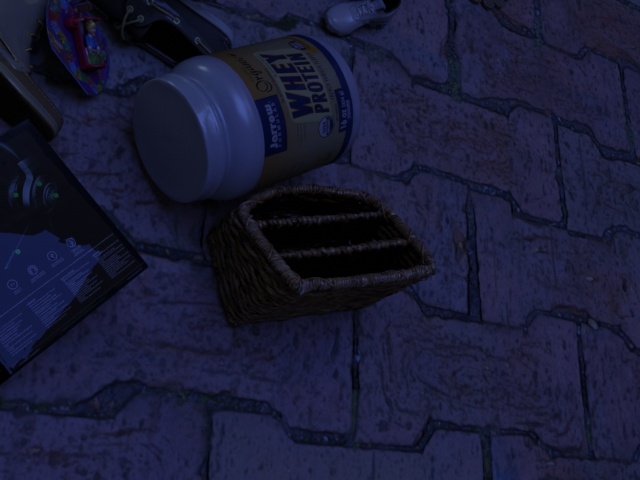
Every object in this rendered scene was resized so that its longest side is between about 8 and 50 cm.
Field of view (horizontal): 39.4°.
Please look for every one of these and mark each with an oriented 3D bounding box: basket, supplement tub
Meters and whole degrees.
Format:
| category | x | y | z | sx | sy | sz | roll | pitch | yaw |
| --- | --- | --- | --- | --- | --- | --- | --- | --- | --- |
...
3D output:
| category | x | y | z | sx | sy | sz | roll | pitch | yaw |
| --- | --- | --- | --- | --- | --- | --- | --- | --- | --- |
| basket | 0.000 | 0.000 | 1.435 | 0.299 | 0.223 | 0.213 | -5 | 74 | -35 |
| supplement tub | -0.115 | -0.195 | 1.431 | 0.316 | 0.228 | 0.228 | -24 | 86 | -39 |

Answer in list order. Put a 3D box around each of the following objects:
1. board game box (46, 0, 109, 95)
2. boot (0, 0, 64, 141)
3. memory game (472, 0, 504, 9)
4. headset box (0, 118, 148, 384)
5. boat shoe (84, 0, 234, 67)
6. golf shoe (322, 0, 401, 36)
| category | x | y | z | sx | sy | sz | roll | pitch | yaw |
| --- | --- | --- | --- | --- | --- | --- | --- | --- | --- |
| board game box | -0.357 | -0.308 | 1.372 | 0.168 | 0.033 | 0.133 | 59 | 28 | -49 |
| boot | -0.438 | -0.293 | 1.338 | 0.262 | 0.095 | 0.203 | 46 | 51 | -7 |
| memory game | 0.373 | -0.620 | 2.081 | 0.186 | 0.012 | 0.186 | 14 | 63 | -30 |
| headset box | -0.424 | 0.011 | 1.194 | 0.283 | 0.131 | 0.246 | 51 | 52 | -7 |
| boat shoe | -0.279 | -0.364 | 1.463 | 0.305 | 0.109 | 0.091 | 27 | 53 | -28 |
| golf shoe | 0.084 | -0.457 | 1.768 | 0.176 | 0.086 | 0.069 | -23 | 87 | -37 |
